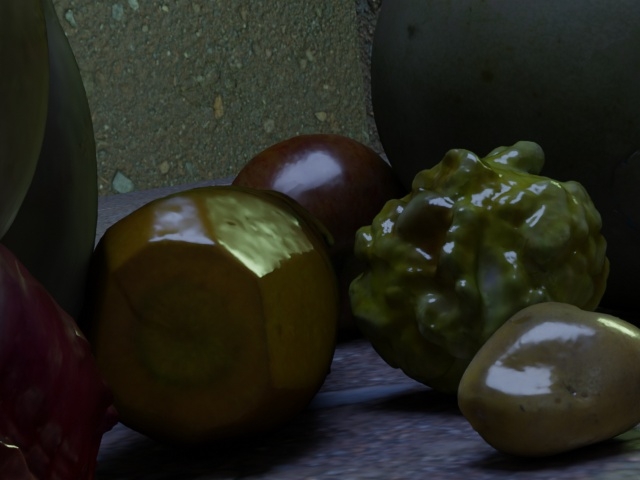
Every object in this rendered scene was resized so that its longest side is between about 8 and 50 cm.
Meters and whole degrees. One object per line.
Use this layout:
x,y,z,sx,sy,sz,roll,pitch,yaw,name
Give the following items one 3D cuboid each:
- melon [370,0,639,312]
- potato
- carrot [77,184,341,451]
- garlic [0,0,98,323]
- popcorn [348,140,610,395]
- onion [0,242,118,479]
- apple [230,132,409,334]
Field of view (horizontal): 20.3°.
0.187,-0.091,0.997,0.268,0.268,0.330,-10,18,-41,melon
0.091,0.055,0.690,0.083,0.062,0.068,-37,8,-37,potato
-0.044,0.029,0.843,0.114,0.114,0.302,-6,3,3,carrot
-0.200,0.003,0.673,0.325,0.132,0.279,-39,-25,3,garlic
0.072,0.016,0.812,0.121,0.116,0.106,-6,23,2,popcorn
-0.174,0.050,0.462,0.230,0.230,0.163,0,47,50,onion
0.002,-0.002,1.064,0.126,0.126,0.102,-8,21,-21,apple
